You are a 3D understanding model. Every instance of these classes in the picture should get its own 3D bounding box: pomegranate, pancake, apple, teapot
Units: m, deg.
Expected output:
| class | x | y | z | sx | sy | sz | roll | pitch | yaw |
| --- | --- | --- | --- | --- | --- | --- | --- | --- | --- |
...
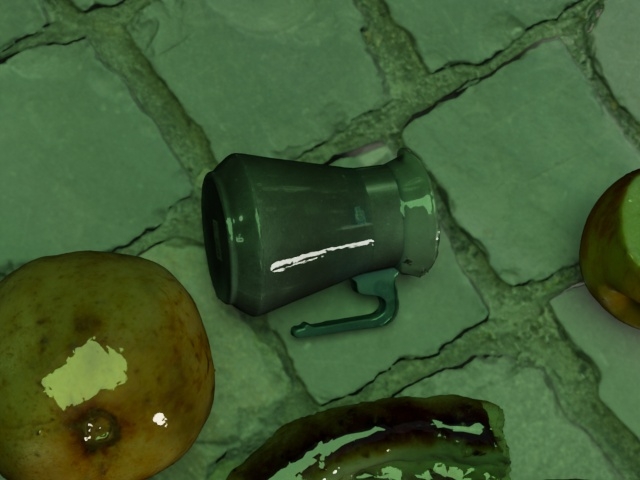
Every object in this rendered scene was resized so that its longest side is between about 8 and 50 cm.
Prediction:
| class | x | y | z | sx | sy | sz | roll | pitch | yaw |
| --- | --- | --- | --- | --- | --- | --- | --- | --- | --- |
| pomegranate | -0.231 | 0.129 | 1.763 | 0.260 | 0.260 | 0.260 | 1 | 72 | -4 |
| pancake | 0.024 | 0.324 | 1.808 | 0.427 | 0.067 | 0.304 | -17 | 76 | -11 |
| apple | 0.373 | 0.012 | 1.881 | 0.195 | 0.160 | 0.173 | 32 | 77 | 4 |
| teapot | 0.000 | 0.000 | 1.870 | 0.225 | 0.171 | 0.203 | -7 | 105 | -13 |

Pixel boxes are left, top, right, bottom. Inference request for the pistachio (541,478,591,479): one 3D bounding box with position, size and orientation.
| class | x | y | z | sx | sy | sz | roll | pitch | yaw |
| --- | --- | --- | --- | --- | --- | --- | --- | --- | --- |
| pistachio | 0.272 | 0.321 | 1.801 | 0.126 | 0.108 | 0.185 | -24 | 80 | -54 |
